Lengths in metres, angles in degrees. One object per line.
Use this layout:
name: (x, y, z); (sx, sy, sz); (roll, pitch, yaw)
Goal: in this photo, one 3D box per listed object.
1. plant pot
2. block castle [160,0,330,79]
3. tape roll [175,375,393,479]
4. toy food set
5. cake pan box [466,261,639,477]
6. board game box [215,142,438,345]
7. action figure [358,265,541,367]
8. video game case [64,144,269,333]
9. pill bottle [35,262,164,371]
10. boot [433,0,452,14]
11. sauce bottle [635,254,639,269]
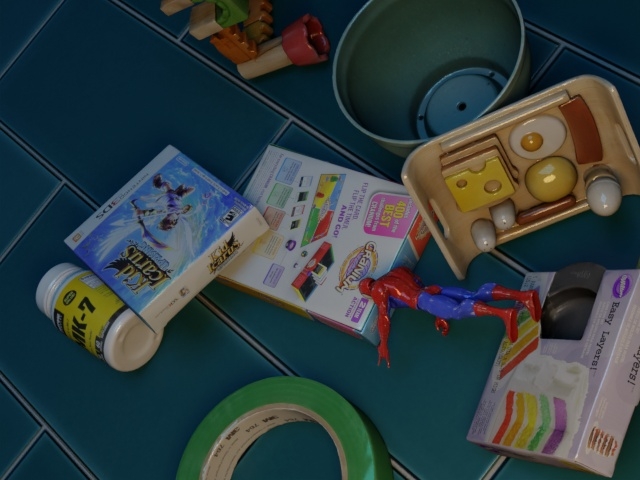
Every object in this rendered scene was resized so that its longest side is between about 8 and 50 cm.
plant pot: (0.191, -0.234, 1.716); (0.293, 0.196, 0.293); (-11, 63, 23)
block castle: (-0.146, -0.499, 1.865); (0.212, 0.453, 0.303); (-18, 59, 27)
tape roll: (-0.055, 0.359, 1.636); (0.321, 0.077, 0.321); (-11, 63, 22)
toy food set: (0.290, -0.075, 1.566); (0.306, 0.220, 0.092); (-23, 37, 16)
cake pan box: (0.319, 0.159, 1.468); (0.245, 0.070, 0.267); (-1, 63, 64)
board game box: (0.000, 0.000, 1.783); (0.316, 0.064, 0.242); (20, 78, 33)
action figure: (0.167, 0.115, 1.582); (0.280, 0.139, 0.091); (13, 32, 40)
video game case: (-0.252, -0.010, 1.824); (0.244, 0.061, 0.269); (-45, 45, -10)
pill bottle: (-0.368, 0.121, 1.882); (0.208, 0.119, 0.119); (27, 81, 34)
boot: (0.178, -0.426, 1.868); (0.262, 0.095, 0.203); (-36, 14, 52)
sauce bottle: (0.496, -0.021, 1.511); (0.111, 0.111, 0.344); (14, 75, 31)
